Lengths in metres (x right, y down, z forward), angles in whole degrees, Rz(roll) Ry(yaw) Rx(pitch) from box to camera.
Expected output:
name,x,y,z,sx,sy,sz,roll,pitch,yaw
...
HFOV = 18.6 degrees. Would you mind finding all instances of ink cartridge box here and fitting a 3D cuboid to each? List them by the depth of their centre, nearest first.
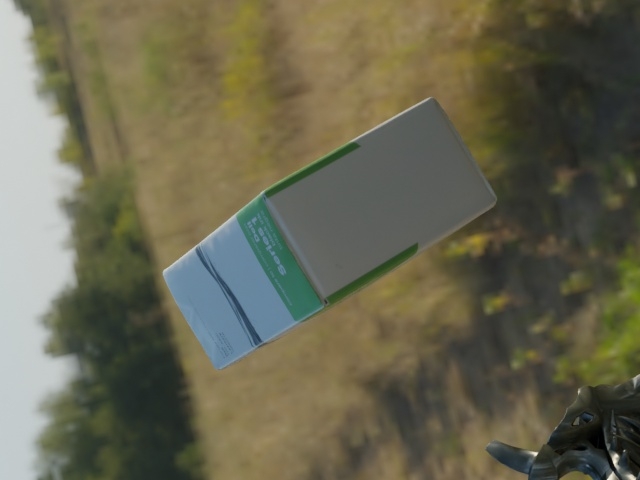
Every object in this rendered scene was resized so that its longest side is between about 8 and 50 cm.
name,x,y,z,sx,sy,sz,roll,pitch,yaw
ink cartridge box,0.000,0.000,1.395,0.092,0.160,0.219,59,152,1

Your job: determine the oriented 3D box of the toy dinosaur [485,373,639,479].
name,x,y,z,sx,sy,sz,roll,pitch,yaw
toy dinosaur,0.180,0.178,0.926,0.164,0.322,0.218,-56,43,20
